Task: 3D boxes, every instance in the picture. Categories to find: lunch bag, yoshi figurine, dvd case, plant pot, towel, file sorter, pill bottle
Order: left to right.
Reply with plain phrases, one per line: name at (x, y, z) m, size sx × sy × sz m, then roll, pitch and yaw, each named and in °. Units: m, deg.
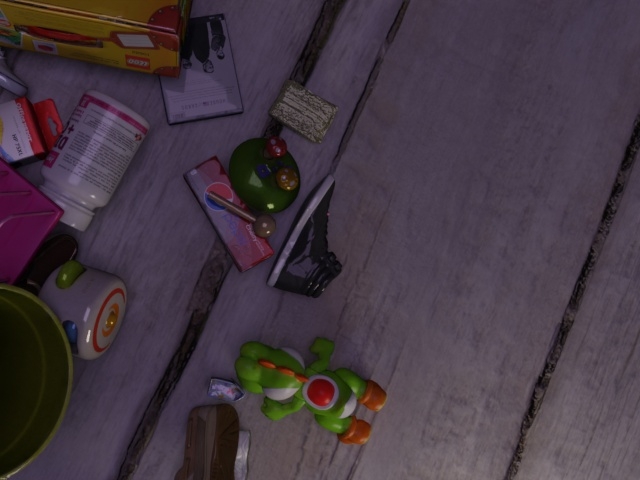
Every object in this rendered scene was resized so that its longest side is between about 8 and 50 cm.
plant pot at (-0.747, 0.263, 1.454) m, size 0.353 × 0.366 × 0.366 m, roll -1°, pitch 87°, yaw 33°
file sorter at (-0.720, -0.065, 1.499) m, size 0.291 × 0.182 × 0.202 m, roll 39°, pitch 101°, yaw 8°
pill bottle at (-0.510, -0.173, 1.642) m, size 0.160 × 0.160 × 0.283 m, roll 28°, pitch 84°, yaw -6°
dvd case at (-0.291, -0.401, 1.752) m, size 0.179 × 0.029 × 0.238 m, roll -11°, pitch 90°, yaw -9°
lunch bag at (-0.214, 0.341, 1.710) m, size 0.083 × 0.071 × 0.053 m, roll 16°, pitch 81°, yaw -6°
yoshi figurine at (-0.045, 0.327, 1.713) m, size 0.362 × 0.203 × 0.203 m, roll 30°, pitch 124°, yaw -20°
towel at (-0.041, -0.308, 1.787) m, size 0.148 × 0.027 × 0.110 m, roll 29°, pitch 85°, yaw -7°

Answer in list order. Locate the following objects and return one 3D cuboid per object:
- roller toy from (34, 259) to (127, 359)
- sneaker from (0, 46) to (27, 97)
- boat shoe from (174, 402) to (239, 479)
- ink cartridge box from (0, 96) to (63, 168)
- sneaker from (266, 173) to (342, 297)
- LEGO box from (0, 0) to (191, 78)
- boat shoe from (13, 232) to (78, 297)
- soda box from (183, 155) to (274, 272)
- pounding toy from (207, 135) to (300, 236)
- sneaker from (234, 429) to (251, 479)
roller toy at (-0.506, 0.154, 1.604) m, size 0.146 × 0.209 × 0.191 m, roll 16°, pitch 79°, yaw 7°
sneaker at (-0.745, -0.422, 1.651) m, size 0.258 × 0.094 × 0.091 m, roll 39°, pitch 87°, yaw -4°
boat shoe at (-0.256, 0.532, 1.638) m, size 0.110 × 0.121 × 0.341 m, roll -9°, pitch 58°, yaw 24°
ink cartridge box at (-0.693, -0.231, 1.658) m, size 0.231 × 0.078 × 0.134 m, roll -20°, pitch 91°, yaw -9°
sneaker at (0.000, 0.000, 1.746) m, size 0.147 × 0.104 × 0.295 m, roll 26°, pitch 90°, yaw -8°
LEGO box at (-0.523, -0.596, 1.606) m, size 0.500 × 0.193 × 0.372 m, roll 10°, pitch 73°, yaw -8°
boat shoe at (-0.618, 0.094, 1.630) m, size 0.095 × 0.095 × 0.257 m, roll 45°, pitch 75°, yaw -30°
soda box at (-0.211, -0.059, 1.721) m, size 0.092 × 0.083 × 0.263 m, roll -31°, pitch 93°, yaw -9°
pounding toy at (-0.114, -0.144, 1.678) m, size 0.183 × 0.110 × 0.237 m, roll 40°, pitch 55°, yaw -16°
sneaker at (-0.195, 0.512, 1.720) m, size 0.061 × 0.053 × 0.152 m, roll 3°, pitch 81°, yaw 1°
